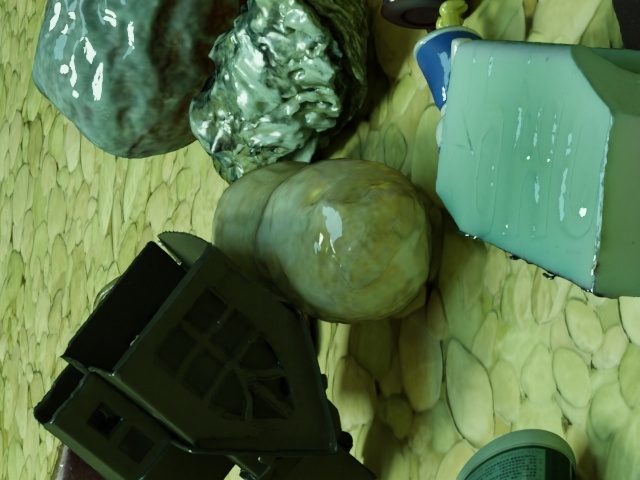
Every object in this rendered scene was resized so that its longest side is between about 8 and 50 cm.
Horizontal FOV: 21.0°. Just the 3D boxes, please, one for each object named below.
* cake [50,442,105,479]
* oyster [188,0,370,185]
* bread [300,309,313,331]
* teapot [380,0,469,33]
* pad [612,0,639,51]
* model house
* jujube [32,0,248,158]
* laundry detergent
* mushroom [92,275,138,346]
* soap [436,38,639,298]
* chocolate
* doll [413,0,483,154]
[{"bbox_3d":[-0.252,0.232,1.988,0.295,0.113,0.116,-94,23,-54],"label":"cake"},{"bbox_3d":[-0.035,-0.150,1.489,0.162,0.158,0.351,62,165,12],"label":"oyster"},{"bbox_3d":[-0.033,0.044,1.545,0.052,0.044,0.157,-28,59,56],"label":"bread"},{"bbox_3d":[0.081,-0.188,1.316,0.100,0.068,0.045,56,-143,-72],"label":"teapot"},{"bbox_3d":[0.223,-0.264,1.074,0.220,0.004,0.330,126,143,-49],"label":"pad"},{"bbox_3d":[-0.074,0.144,1.350,0.204,0.243,0.211,-52,16,-11],"label":"model house"},{"bbox_3d":[-0.171,-0.230,1.720,0.246,0.215,0.308,-100,21,-56],"label":"jujube"},{"bbox_3d":[0.112,0.215,1.033,0.099,0.070,0.225,-43,18,30],"label":"laundry detergent"},{"bbox_3d":[-0.214,0.139,1.902,0.116,0.093,0.225,-47,28,21],"label":"mushroom"},{"bbox_3d":[0.159,-0.047,1.054,0.230,0.091,0.145,-159,73,-68],"label":"soap"},{"bbox_3d":[0.000,0.000,1.381,0.309,0.134,0.134,179,97,-70],"label":"chocolate"},{"bbox_3d":[0.101,-0.105,1.256,0.099,0.058,0.143,95,170,-64],"label":"doll"}]
